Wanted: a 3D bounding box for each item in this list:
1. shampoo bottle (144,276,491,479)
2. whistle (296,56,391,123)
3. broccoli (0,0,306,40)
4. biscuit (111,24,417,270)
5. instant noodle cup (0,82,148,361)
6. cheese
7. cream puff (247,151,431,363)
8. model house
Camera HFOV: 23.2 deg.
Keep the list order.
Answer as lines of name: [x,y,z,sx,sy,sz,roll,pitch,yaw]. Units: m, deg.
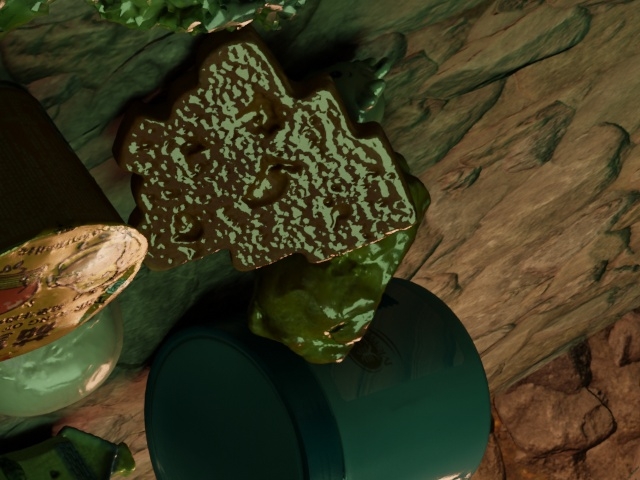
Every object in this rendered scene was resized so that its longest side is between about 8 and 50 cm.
shampoo bottle: [0.001,0.235,2.060,0.343,0.331,0.331,-13,153,-41]
whistle: [-0.024,-0.099,1.572,0.253,0.106,0.102,-43,175,16]
broccoli: [-0.197,-0.201,1.000,0.397,0.274,0.353,-10,141,2]
biscuit: [-0.047,-0.065,1.497,0.306,0.043,0.284,16,123,-20]
instant noodle cup: [-0.276,-0.016,1.304,0.216,0.172,0.216,-27,160,-11]
cheese: [-0.289,0.079,1.524,0.198,0.189,0.154,-24,-169,-15]
cream puff: [0.000,0.000,1.770,0.282,0.185,0.281,-155,-90,-87]
model house: [-0.339,0.351,2.080,0.189,0.195,0.214,-27,164,-34]
